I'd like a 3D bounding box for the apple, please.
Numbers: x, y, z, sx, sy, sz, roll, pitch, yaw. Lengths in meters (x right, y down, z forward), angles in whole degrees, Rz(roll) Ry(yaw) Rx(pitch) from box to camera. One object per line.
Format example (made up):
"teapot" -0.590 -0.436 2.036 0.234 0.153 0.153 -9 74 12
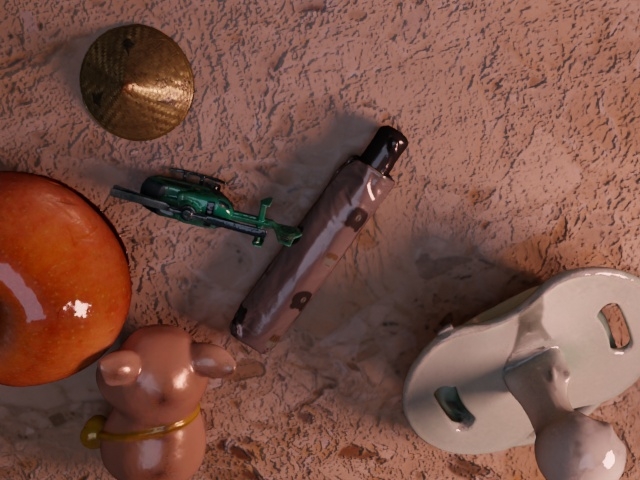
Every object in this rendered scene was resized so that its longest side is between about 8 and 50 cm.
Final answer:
"apple" -0.370 0.049 1.021 0.252 0.206 0.272 -26 103 11

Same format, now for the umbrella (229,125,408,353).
"umbrella" 0.000 0.000 1.071 0.073 0.067 0.337 33 102 -18

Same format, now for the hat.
"hat" -0.230 -0.189 1.027 0.146 0.067 0.146 0 104 1

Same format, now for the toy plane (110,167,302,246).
"toy plane" -0.135 -0.040 1.046 0.235 0.096 0.060 15 104 2

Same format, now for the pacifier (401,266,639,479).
"pacifier" 0.279 0.197 1.021 0.343 0.269 0.288 -28 127 11

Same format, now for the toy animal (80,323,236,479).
"toy animal" -0.219 0.224 1.094 0.165 0.149 0.248 -10 124 -31
